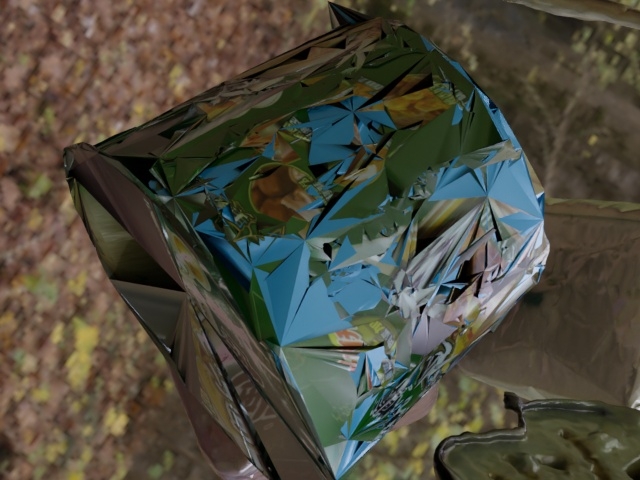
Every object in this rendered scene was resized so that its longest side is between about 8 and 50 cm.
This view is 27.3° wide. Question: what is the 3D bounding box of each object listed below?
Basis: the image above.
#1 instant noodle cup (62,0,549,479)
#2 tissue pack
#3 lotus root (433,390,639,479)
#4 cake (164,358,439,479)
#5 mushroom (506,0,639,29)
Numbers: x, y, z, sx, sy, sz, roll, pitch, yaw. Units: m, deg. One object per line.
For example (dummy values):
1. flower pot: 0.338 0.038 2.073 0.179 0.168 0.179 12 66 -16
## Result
1. instant noodle cup: 0.000 0.000 0.706 0.178 0.240 0.240 -34 165 -18
2. tissue pack: 0.368 0.097 1.283 0.297 0.380 0.207 10 -96 65
3. lotus root: 0.147 0.172 0.698 0.203 0.183 0.078 -108 -152 -53
4. cake: -0.040 0.063 1.267 0.237 0.308 0.230 -26 164 -1
5. mushroom: 0.154 -0.112 0.666 0.028 0.286 0.026 31 91 -41
